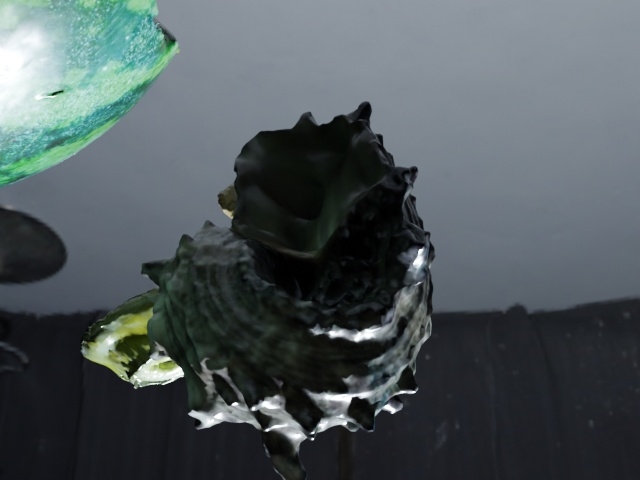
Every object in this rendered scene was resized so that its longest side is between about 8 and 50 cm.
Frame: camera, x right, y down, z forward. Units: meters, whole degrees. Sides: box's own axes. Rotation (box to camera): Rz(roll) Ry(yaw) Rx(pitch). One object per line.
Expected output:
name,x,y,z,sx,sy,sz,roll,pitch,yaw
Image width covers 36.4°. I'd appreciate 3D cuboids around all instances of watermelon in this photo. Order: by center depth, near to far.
watermelon,-0.189,-0.132,0.610,0.222,0.292,0.319,6,116,-35

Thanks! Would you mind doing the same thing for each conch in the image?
conch,-0.022,0.032,0.791,0.240,0.313,0.186,17,163,0

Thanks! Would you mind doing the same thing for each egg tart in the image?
egg tart,-0.161,0.098,1.040,0.197,0.078,0.197,-25,163,-8

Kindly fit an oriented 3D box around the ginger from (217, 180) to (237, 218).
ginger,0.009,-0.012,1.113,0.258,0.149,0.065,33,168,-12
